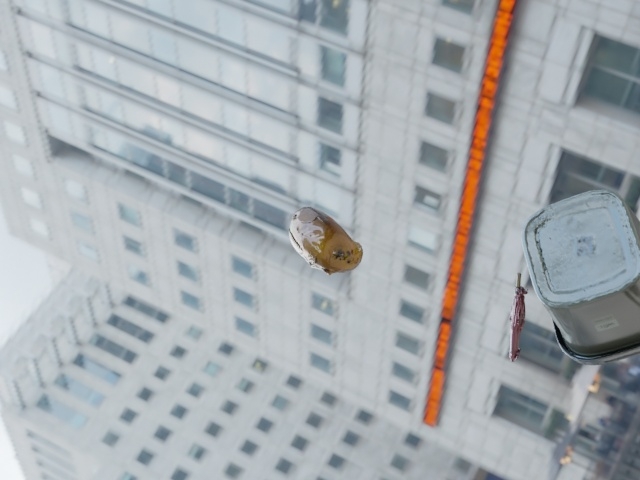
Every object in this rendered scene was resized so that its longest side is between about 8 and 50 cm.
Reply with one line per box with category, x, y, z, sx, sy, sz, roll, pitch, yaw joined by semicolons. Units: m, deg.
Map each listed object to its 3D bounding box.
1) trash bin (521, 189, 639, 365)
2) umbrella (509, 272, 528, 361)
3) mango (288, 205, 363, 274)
trash bin;0.434;0.053;1.725;0.250;0.220;0.219;40;-147;-55
umbrella;0.327;0.128;1.849;0.025;0.027;0.165;-29;-52;-47
mango;0.000;0.000;1.378;0.077;0.127;0.063;32;-83;-44
